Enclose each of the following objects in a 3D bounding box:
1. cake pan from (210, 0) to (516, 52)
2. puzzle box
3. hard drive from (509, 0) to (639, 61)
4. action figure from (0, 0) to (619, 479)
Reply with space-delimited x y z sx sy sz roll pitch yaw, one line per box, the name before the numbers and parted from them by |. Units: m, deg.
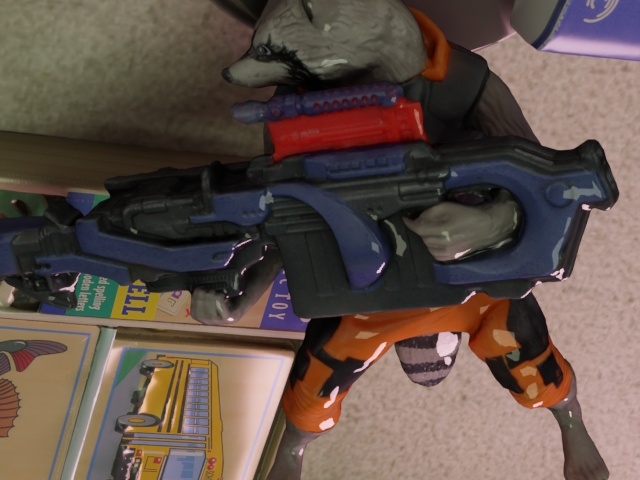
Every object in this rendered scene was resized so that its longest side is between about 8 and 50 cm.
cake pan | 0.051 -0.213 0.995 0.293 0.054 0.293 -9 127 -12
puzzle box | -0.153 0.124 1.178 0.272 0.052 0.409 4 123 -22
hard drive | 0.276 -0.189 1.053 0.318 0.040 0.210 1 126 -34
action figure | 0.000 0.000 1.041 0.341 0.178 0.330 1 124 15
